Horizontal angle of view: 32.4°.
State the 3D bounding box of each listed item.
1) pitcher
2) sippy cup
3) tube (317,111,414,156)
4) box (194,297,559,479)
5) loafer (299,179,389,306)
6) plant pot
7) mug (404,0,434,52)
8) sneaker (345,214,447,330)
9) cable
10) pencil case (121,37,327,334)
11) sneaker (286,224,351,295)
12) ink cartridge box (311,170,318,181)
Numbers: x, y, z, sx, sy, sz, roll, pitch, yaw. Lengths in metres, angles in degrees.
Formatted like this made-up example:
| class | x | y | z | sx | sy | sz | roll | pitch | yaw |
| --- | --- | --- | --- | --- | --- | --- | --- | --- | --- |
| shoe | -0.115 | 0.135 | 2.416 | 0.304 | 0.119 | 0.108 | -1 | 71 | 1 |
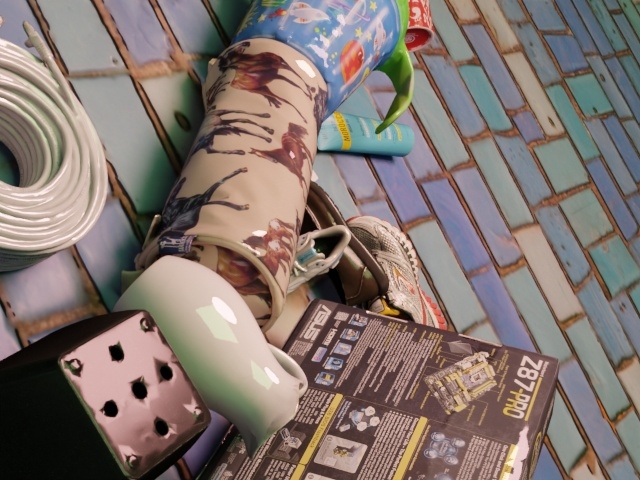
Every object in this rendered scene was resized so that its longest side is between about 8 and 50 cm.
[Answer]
| class | x | y | z | sx | sy | sz | roll | pitch | yaw |
| --- | --- | --- | --- | --- | --- | --- | --- | --- | --- |
| pitcher | -0.105 | 0.111 | 1.156 | 0.207 | 0.125 | 0.178 | 43 | 14 | 3 |
| sippy cup | -0.018 | -0.282 | 1.562 | 0.305 | 0.240 | 0.224 | 16 | 48 | 16 |
| tube | 0.058 | -0.164 | 1.706 | 0.207 | 0.052 | 0.080 | 2 | 52 | -43 |
| box | 0.063 | 0.240 | 1.200 | 0.395 | 0.318 | 0.097 | -57 | 151 | -49 |
| loafer | 0.000 | 0.000 | 1.485 | 0.078 | 0.080 | 0.220 | -38 | 83 | -17 |
| plant pot | -0.218 | 0.170 | 1.035 | 0.187 | 0.167 | 0.188 | -31 | 91 | -54 |
| mug | 0.121 | -0.419 | 1.934 | 0.113 | 0.150 | 0.169 | 67 | 11 | -71 |
| sneaker | 0.097 | 0.066 | 1.549 | 0.093 | 0.088 | 0.225 | -29 | 88 | -53 |
| cable | -0.343 | -0.092 | 1.140 | 0.257 | 0.089 | 0.257 | 57 | 37 | -4 |
| pencil case | -0.103 | -0.077 | 1.347 | 0.183 | 0.160 | 0.410 | 15 | 46 | -3 |
| sneaker | -0.039 | 0.031 | 1.376 | 0.190 | 0.083 | 0.071 | -35 | 88 | -28 |
| ink cartridge box | -0.045 | -0.108 | 1.553 | 0.083 | 0.028 | 0.048 | 55 | 35 | -4 |
